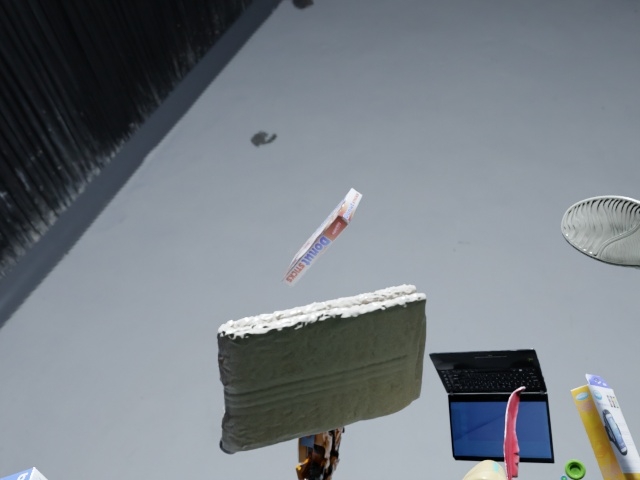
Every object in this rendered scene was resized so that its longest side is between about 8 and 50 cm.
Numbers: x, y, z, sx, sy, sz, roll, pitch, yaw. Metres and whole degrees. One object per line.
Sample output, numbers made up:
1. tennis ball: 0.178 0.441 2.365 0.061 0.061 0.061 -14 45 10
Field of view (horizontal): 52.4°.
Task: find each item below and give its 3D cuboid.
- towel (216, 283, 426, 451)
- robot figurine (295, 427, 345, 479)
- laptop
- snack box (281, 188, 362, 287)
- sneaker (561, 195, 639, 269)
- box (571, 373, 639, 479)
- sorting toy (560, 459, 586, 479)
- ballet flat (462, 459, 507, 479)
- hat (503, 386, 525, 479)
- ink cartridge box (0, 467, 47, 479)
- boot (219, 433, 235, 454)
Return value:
1. towel: 0.007 0.161 0.840 0.283 0.187 0.049 -8 26 -19
2. robot figurine: 0.000 0.467 1.534 0.085 0.290 0.211 14 36 17
3. laptop: 0.384 0.373 1.459 0.235 0.264 0.136 -7 44 24
4. snack box: 0.000 0.000 0.944 0.022 0.178 0.064 35 45 -7
5. sneaker: 0.405 0.009 0.766 0.222 0.118 0.083 15 85 43
6. box: 0.358 0.236 0.812 0.028 0.081 0.136 -34 54 32
7. sorting toy: 0.655 0.621 1.688 0.061 0.042 0.101 0 72 21
8. ballet flat: 0.177 0.378 0.826 0.080 0.232 0.073 29 20 7
9. hat: 0.164 0.269 0.686 0.173 0.208 0.183 -10 81 7
10. ink cartridge box: -0.395 0.378 0.764 0.097 0.046 0.207 -20 32 10
11. boot: -0.176 0.399 1.743 0.096 0.280 0.264 30 38 5
